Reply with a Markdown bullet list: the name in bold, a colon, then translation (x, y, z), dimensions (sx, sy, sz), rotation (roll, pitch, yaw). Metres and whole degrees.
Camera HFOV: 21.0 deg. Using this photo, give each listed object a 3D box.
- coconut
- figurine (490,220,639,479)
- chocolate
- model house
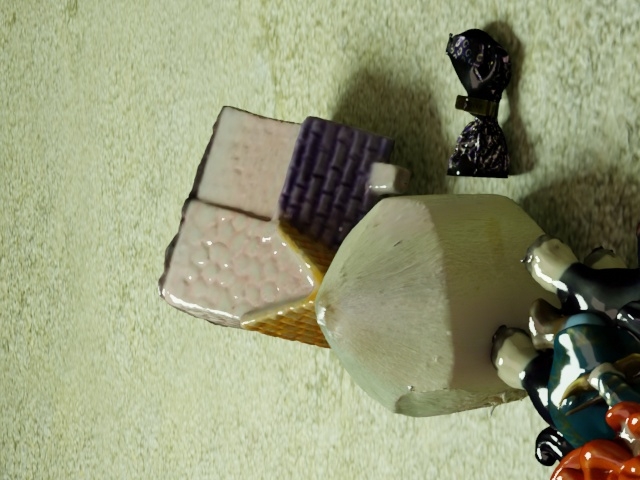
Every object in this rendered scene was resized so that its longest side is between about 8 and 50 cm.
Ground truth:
- **coconut**: translation (0.104, 0.062, 1.603), dimensions (0.224, 0.234, 0.224), rotation (29, 126, 50)
- **figurine**: translation (0.287, 0.134, 1.373), dimensions (0.306, 0.241, 0.412), rotation (-36, 43, 25)
- **chocolate**: translation (0.150, -0.131, 1.659), dimensions (0.072, 0.070, 0.147), rotation (-3, 94, 30)
- **model house**: translation (0.000, 0.000, 1.815), dimensions (0.237, 0.202, 0.237), rotation (14, 82, 40)
